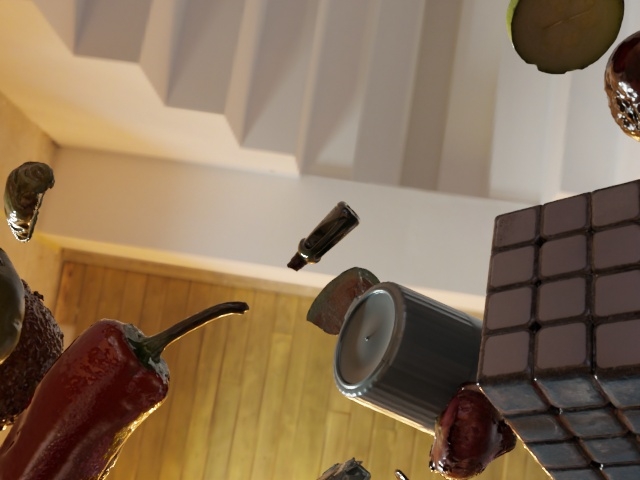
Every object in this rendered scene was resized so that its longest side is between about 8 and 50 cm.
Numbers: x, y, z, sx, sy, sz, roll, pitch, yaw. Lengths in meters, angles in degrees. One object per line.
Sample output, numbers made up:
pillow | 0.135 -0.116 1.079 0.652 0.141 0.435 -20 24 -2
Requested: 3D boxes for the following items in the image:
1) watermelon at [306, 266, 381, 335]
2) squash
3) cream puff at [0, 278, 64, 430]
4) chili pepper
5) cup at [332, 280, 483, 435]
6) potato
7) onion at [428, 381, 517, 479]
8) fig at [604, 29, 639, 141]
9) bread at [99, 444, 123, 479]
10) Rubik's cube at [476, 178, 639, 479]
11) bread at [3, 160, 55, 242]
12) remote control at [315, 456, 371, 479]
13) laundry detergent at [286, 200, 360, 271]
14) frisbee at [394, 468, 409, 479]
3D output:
watermelon | 0.083 0.179 2.029 0.207 0.136 0.202 22 -114 -40
squash | 0.462 -0.420 1.592 0.041 0.219 0.219 -97 12 -59
cream puff | -0.686 0.221 1.675 0.229 0.350 0.351 87 -168 -79
chili pepper | -0.250 0.165 1.000 0.134 0.131 0.338 37 -92 -41
cup | 0.211 0.222 1.718 0.257 0.311 0.331 -47 29 34
potato | -0.582 0.091 1.489 0.160 0.111 0.272 64 -178 -54
onion | 0.274 0.348 1.510 0.184 0.146 0.184 15 -90 -74
fig | 0.666 -0.312 1.616 0.263 0.224 0.224 -45 18 32
bread | -0.486 0.417 1.760 0.195 0.142 0.270 94 -164 -57
Rubik's cube | 0.463 0.144 1.273 0.344 0.337 0.344 47 -138 -36
bread | -0.594 -0.083 1.710 0.232 0.087 0.128 -37 32 64
remote control | -0.017 0.397 1.266 0.247 0.052 0.104 -44 -8 38
laundry detergent | 0.000 0.000 2.139 0.221 0.078 0.144 -43 8 6
frisbee | 0.180 0.469 1.314 0.211 0.012 0.187 52 165 40
